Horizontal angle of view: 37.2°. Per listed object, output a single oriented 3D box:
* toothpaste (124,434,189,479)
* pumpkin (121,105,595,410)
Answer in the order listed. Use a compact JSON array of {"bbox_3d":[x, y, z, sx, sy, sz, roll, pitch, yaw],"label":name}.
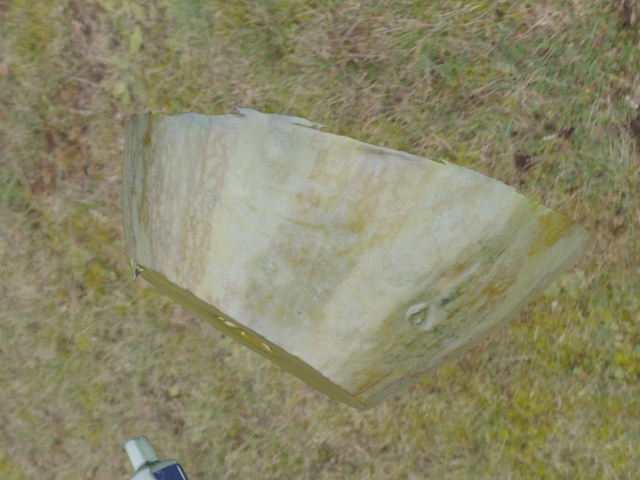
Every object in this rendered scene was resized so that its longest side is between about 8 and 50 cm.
[{"bbox_3d":[-0.087,0.271,0.751,0.268,0.047,0.069,57,148,20],"label":"toothpaste"},{"bbox_3d":[0.001,0.018,0.441,0.217,0.217,0.110,19,87,14],"label":"pumpkin"}]
